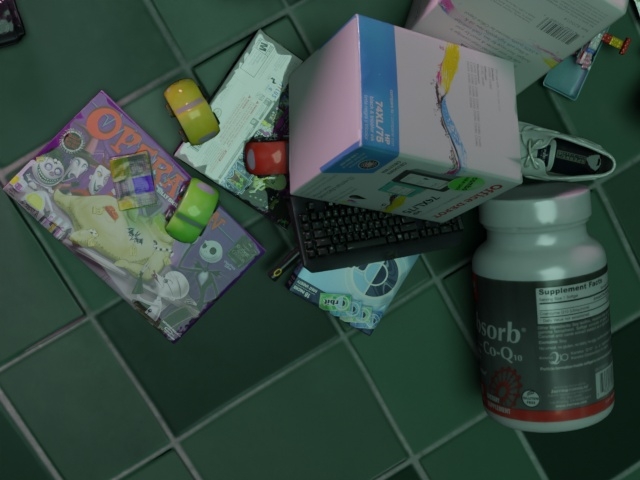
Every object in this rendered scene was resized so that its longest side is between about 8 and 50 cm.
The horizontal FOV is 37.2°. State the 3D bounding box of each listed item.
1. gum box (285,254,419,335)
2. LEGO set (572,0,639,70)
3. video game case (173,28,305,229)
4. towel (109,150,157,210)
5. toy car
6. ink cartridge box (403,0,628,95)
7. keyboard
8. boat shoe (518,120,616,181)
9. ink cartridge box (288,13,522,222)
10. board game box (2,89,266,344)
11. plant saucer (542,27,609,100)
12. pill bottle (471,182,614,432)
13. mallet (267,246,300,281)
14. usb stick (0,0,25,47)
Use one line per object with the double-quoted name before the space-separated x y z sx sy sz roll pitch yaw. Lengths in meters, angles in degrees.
"gum box" 0.058 0.035 1.520 0.157 0.041 0.184 30 92 -14
"LEGO set" 0.465 -0.385 1.507 0.182 0.060 0.244 -25 105 -3
"video game case" -0.075 -0.167 1.456 0.210 0.042 0.232 33 92 -15
"towel" -0.275 -0.087 1.400 0.060 0.009 0.083 -10 101 -11
"toy car" -0.156 -0.095 1.401 0.239 0.053 0.225 28 93 -14
"ink cartridge box" 0.259 -0.332 1.388 0.207 0.353 0.119 26 63 -16
"keyboard" 0.085 -0.069 1.445 0.317 0.033 0.201 -10 81 -35
"boat shoe" 0.349 -0.145 1.526 0.258 0.084 0.095 2 100 -12
"ink cartridge box" 0.118 -0.162 1.356 0.270 0.198 0.197 9 69 -28
"board game box" -0.275 -0.032 1.438 0.347 0.056 0.208 44 85 -15
"plant saucer" 0.425 -0.327 1.545 0.067 0.018 0.192 23 93 -15
"pill bottle" 0.348 0.100 1.505 0.210 0.210 0.363 -8 101 -10
"mallet" 0.000 0.000 1.467 0.062 0.039 0.189 40 95 -8
"usb stick" -0.559 -0.280 1.335 0.278 0.045 0.077 -18 96 -8
